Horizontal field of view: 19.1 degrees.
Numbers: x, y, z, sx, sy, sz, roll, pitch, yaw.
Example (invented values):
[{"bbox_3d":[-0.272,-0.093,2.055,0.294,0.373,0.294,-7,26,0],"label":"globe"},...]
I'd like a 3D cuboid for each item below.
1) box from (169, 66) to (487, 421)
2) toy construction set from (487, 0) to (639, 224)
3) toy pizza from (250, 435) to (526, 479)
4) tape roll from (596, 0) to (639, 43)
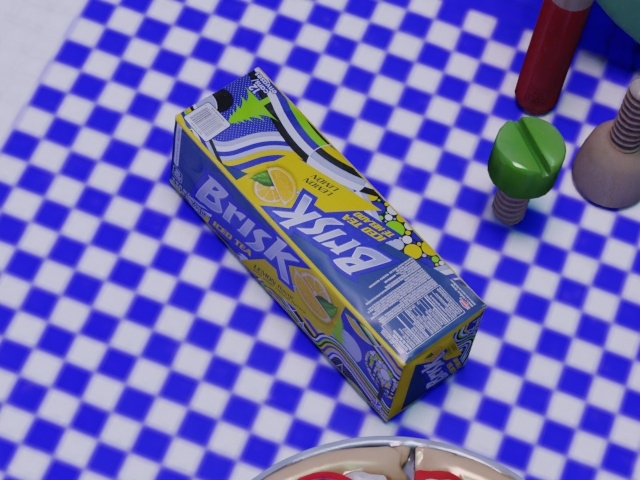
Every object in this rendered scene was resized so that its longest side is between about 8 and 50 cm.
[{"bbox_3d":[0.000,0.000,0.900,0.054,0.059,0.169,-32,67,-24],"label":"box"},{"bbox_3d":[0.227,-0.046,0.850,0.309,0.237,0.257,34,61,15],"label":"toy construction set"},{"bbox_3d":[0.035,0.171,0.815,0.201,0.032,0.201,3,58,-5],"label":"toy pizza"},{"bbox_3d":[0.275,-0.183,0.892,0.321,0.321,0.077,8,59,-2],"label":"tape roll"}]
